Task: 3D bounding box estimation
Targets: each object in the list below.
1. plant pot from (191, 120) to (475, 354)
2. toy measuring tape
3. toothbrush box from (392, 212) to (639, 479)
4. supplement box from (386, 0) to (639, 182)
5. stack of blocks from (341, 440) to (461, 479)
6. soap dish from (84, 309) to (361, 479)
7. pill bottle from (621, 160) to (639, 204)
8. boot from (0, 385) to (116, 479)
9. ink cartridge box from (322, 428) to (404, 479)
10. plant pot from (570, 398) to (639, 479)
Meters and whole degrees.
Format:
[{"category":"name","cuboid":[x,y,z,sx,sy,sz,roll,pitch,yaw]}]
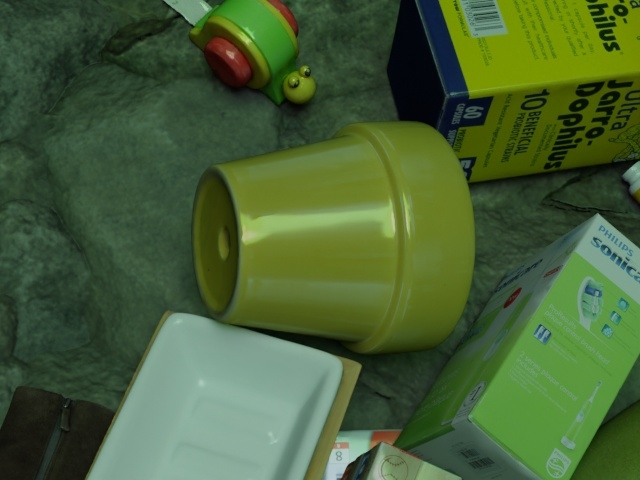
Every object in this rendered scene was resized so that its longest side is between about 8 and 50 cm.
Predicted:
[{"category":"plant pot","cuboid":[0.000,0.000,1.195,0.239,0.254,0.254,-2,69,-24]},{"category":"toy measuring tape","cuboid":[-0.131,-0.287,1.394,0.330,0.121,0.121,42,71,10]},{"category":"toothbrush box","cuboid":[0.223,0.137,1.194,0.122,0.206,0.283,41,63,-2]},{"category":"supplement box","cuboid":[0.281,-0.211,1.352,0.356,0.194,0.195,-9,61,-9]},{"category":"stack of blocks","cuboid":[0.026,0.359,1.093,0.087,0.171,0.297,25,68,-2]},{"category":"soap dish","cuboid":[-0.108,0.231,1.159,0.229,0.118,0.291,14,59,13]},{"category":"pill bottle","cuboid":[0.415,-0.059,1.403,0.043,0.043,0.083,-37,77,-18]},{"category":"boot","cuboid":[-0.342,0.251,1.172,0.248,0.090,0.207,16,59,-16]},{"category":"ink cartridge box","cuboid":[0.066,0.297,1.231,0.145,0.045,0.179,0,67,-6]},{"category":"plant pot","cuboid":[0.288,0.329,1.145,0.293,0.275,0.275,-26,73,3]}]
